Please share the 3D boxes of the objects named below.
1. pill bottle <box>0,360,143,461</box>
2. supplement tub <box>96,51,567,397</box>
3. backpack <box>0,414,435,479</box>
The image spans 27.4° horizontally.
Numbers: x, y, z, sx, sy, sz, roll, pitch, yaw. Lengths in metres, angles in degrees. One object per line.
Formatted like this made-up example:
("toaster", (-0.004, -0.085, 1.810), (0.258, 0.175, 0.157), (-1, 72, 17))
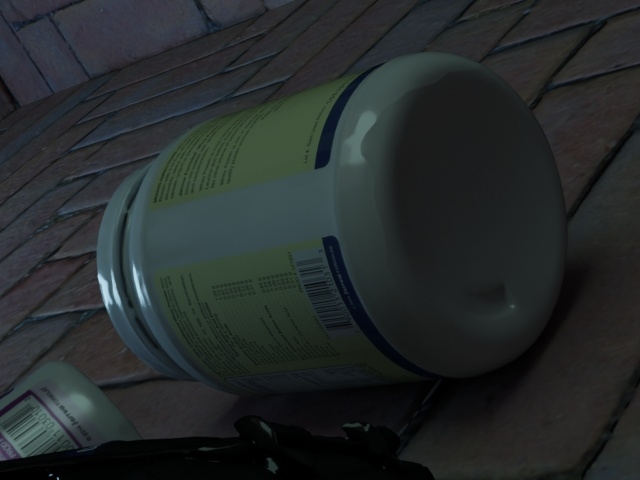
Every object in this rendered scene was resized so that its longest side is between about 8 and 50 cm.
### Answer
("pill bottle", (-0.253, 0.235, 0.915), (0.301, 0.169, 0.169), (-38, 20, -20))
("supplement tub", (0.000, 0.000, 1.024), (0.325, 0.235, 0.235), (-12, 27, 44))
("backpack", (-0.143, 0.214, 0.629), (0.355, 0.273, 0.290), (0, -6, 19))
